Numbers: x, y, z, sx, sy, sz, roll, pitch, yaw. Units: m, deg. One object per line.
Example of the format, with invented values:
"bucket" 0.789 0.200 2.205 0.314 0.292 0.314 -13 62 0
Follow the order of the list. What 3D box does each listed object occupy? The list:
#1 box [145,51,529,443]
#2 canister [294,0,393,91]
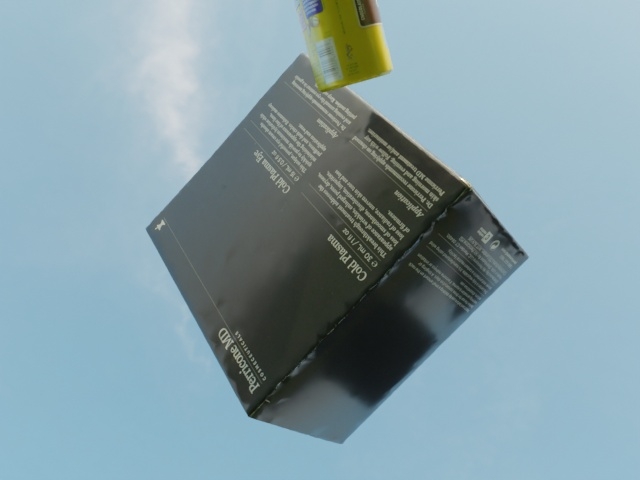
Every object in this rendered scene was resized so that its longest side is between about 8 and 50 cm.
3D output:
"box" 0.000 0.000 0.779 0.312 0.343 0.179 -46 -42 7
"canister" 0.011 -0.234 0.617 0.073 0.126 0.169 -17 -77 -4
